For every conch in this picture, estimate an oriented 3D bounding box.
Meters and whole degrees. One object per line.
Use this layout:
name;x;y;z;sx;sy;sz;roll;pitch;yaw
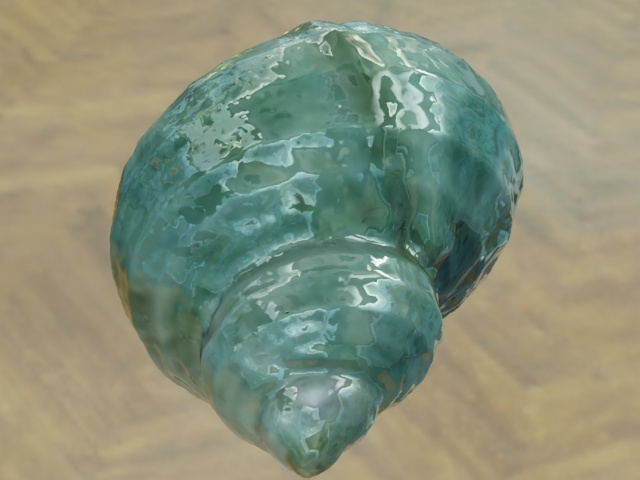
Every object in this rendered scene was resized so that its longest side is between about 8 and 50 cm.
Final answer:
conch;0.000;0.000;0.844;0.195;0.220;0.277;8;38;-6
